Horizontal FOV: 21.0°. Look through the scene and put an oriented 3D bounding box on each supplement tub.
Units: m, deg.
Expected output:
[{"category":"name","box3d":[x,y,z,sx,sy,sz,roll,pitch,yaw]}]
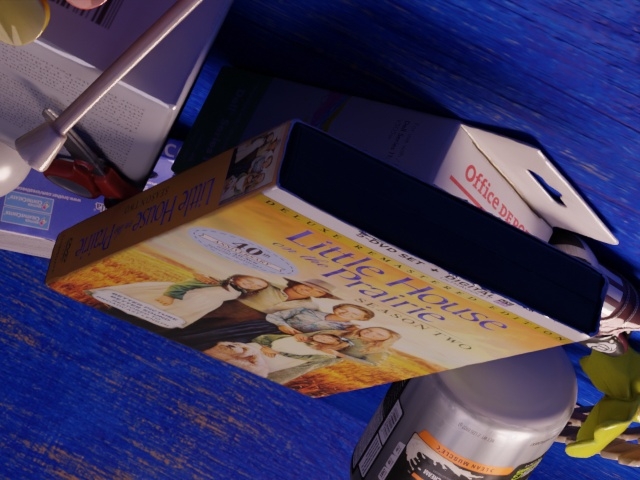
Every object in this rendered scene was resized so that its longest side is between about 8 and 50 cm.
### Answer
[{"category":"supplement tub","box3d":[0.154,0.237,2.020,0.193,0.194,0.316,27,132,1]}]

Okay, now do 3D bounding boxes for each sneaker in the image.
[{"category":"sneaker","box3d":[0.217,0.067,1.690,0.162,0.106,0.281,28,169,-24]}]

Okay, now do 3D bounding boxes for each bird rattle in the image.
[{"category":"bird rattle","box3d":[0.403,0.187,1.879,0.253,0.143,0.207,10,176,16]}]

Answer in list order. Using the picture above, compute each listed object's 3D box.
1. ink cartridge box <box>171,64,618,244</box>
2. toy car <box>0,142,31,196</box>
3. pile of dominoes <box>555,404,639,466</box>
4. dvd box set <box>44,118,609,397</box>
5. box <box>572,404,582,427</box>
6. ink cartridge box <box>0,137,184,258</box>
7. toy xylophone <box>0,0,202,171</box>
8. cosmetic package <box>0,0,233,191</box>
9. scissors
[{"category":"ink cartridge box","box3d":[0.065,-0.030,1.544,0.353,0.119,0.207,17,164,39]},{"category":"toy car","box3d":[-0.327,-0.127,1.702,0.219,0.238,0.210,25,169,7]},{"category":"pile of dominoes","box3d":[0.363,0.242,2.043,0.196,0.040,0.251,-4,-172,-31]},{"category":"dvd box set","box3d":[-0.011,0.034,1.445,0.307,0.062,0.420,25,157,-26]},{"category":"box","box3d":[0.328,0.235,2.384,0.137,0.027,0.094,28,170,-7]},{"category":"ink cartridge box","box3d":[-0.278,-0.054,1.988,0.270,0.151,0.395,12,176,-24]},{"category":"toy xylophone","box3d":[-0.204,-0.178,1.092,0.236,0.323,0.081,39,-159,-11]},{"category":"cosmetic package","box3d":[-0.202,-0.176,1.386,0.230,0.162,0.453,27,169,-6]},{"category":"scissors","box3d":[-0.180,-0.060,1.425,0.109,0.021,0.297,27,168,-4]}]
